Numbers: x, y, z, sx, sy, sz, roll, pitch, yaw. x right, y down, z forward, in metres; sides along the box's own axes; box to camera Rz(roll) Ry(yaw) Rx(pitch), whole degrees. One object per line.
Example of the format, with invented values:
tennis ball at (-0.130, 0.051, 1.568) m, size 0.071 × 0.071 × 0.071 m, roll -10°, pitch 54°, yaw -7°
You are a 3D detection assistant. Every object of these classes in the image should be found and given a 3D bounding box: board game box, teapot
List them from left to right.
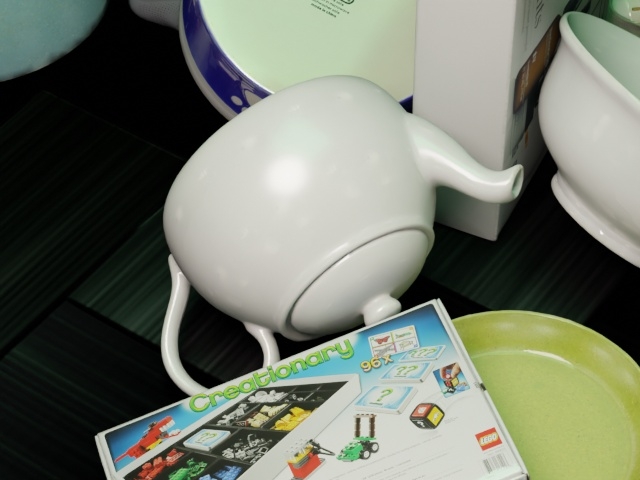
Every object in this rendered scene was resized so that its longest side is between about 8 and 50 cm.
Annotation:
board game box at (-0.009, 0.180, 1.545) m, size 0.305 × 0.053 × 0.193 m, roll -21°, pitch 49°, yaw -3°
teapot at (0.000, 0.000, 1.646) m, size 0.253 × 0.256 × 0.187 m, roll -18°, pitch 64°, yaw -34°

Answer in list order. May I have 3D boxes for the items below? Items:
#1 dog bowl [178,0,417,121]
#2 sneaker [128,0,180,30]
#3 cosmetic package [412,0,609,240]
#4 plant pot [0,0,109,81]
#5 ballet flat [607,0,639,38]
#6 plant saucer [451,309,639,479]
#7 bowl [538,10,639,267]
dog bowl at (0.003, -0.221, 1.853) m, size 0.265 × 0.104 × 0.264 m, roll 4°, pitch 72°, yaw -11°
sneaker at (-0.088, -0.217, 1.946) m, size 0.224 × 0.083 × 0.098 m, roll 5°, pitch 53°, yaw 6°
cosmetic package at (0.180, -0.230, 1.742) m, size 0.097 × 0.377 × 0.284 m, roll 18°, pitch 50°, yaw 16°
plant pot at (-0.366, -0.323, 1.974) m, size 0.290 × 0.195 × 0.290 m, roll -1°, pitch 47°, yaw 1°
ballet flat at (0.355, -0.223, 1.944) m, size 0.213 × 0.068 × 0.072 m, roll 23°, pitch 51°, yaw 22°
plant saucer at (0.160, 0.159, 1.607) m, size 0.241 × 0.037 × 0.241 m, roll -1°, pitch 47°, yaw 1°
bowl at (0.297, -0.061, 1.708) m, size 0.298 × 0.134 × 0.298 m, roll 30°, pitch 21°, yaw -13°
